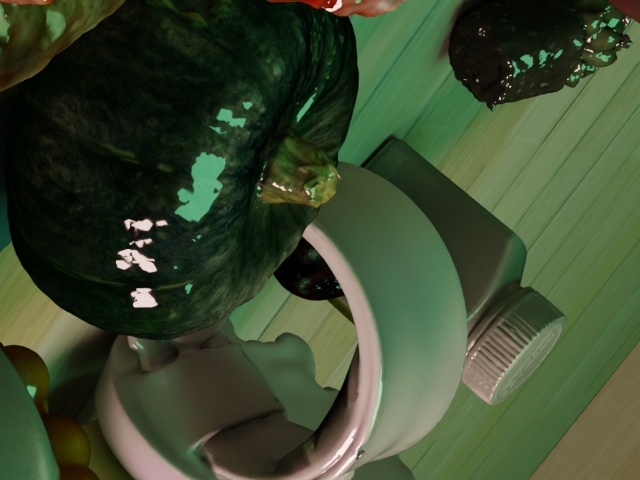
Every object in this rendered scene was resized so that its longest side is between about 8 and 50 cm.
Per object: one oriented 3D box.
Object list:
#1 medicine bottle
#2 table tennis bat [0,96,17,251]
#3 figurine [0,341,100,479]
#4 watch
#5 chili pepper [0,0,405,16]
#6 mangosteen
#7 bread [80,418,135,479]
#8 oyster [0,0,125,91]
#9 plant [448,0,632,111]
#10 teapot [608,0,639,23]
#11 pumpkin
[{"bbox_3d":[0.088,0.032,1.254,0.132,0.188,0.088,-47,161,-5],"label":"medicine bottle"},{"bbox_3d":[-0.179,-0.011,0.851,0.155,0.019,0.100,-55,161,13],"label":"table tennis bat"},{"bbox_3d":[-0.214,0.183,0.832,0.205,0.224,0.382,-36,158,-24],"label":"figurine"},{"bbox_3d":[-0.001,0.076,1.065,0.196,0.244,0.231,-18,151,-55],"label":"watch"},{"bbox_3d":[-0.013,-0.193,0.490,0.251,0.229,0.305,-49,155,-55],"label":"chili pepper"},{"bbox_3d":[0.000,0.003,1.191,0.081,0.081,0.081,-42,160,-19],"label":"mangosteen"},{"bbox_3d":[-0.148,0.236,1.089,0.184,0.224,0.211,-51,154,22],"label":"bread"},{"bbox_3d":[-0.185,-0.056,0.657,0.294,0.094,0.166,-44,170,3],"label":"oyster"},{"bbox_3d":[0.164,-0.152,1.229,0.143,0.092,0.094,-27,146,-30],"label":"plant"},{"bbox_3d":[0.301,-0.206,1.085,0.315,0.312,0.233,-33,154,-38],"label":"teapot"},{"bbox_3d":[-0.061,-0.052,0.806,0.212,0.152,0.211,-63,176,-8],"label":"pumpkin"}]
